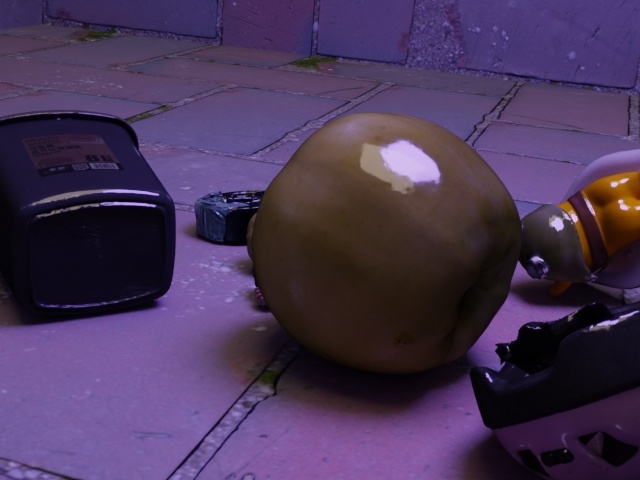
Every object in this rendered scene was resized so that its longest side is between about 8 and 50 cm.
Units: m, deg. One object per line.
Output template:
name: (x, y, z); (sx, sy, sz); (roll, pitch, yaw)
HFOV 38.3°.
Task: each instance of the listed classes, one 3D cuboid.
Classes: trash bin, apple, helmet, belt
trash bin: (-0.292, -0.041, 1.067); (0.209, 0.182, 0.290); (-5, 27, -27)
apple: (0.067, -0.001, 0.911); (0.262, 0.262, 0.262); (4, 19, -1)
helmet: (0.244, 0.120, 0.759); (0.253, 0.154, 0.198); (-2, -20, -44)
belt: (-0.105, -0.037, 1.265); (0.140, 0.058, 0.105); (-6, 19, -27)

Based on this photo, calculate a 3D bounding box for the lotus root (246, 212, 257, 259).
lotus root: (0.000, 0.000, 1.138); (0.183, 0.090, 0.077); (6, -8, -2)

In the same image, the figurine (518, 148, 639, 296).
figurine: (0.322, -0.028, 1.094); (0.141, 0.250, 0.167); (-1, 59, -33)

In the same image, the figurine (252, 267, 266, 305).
figurine: (-0.018, 0.045, 1.067); (0.129, 0.072, 0.054); (3, -25, -23)
